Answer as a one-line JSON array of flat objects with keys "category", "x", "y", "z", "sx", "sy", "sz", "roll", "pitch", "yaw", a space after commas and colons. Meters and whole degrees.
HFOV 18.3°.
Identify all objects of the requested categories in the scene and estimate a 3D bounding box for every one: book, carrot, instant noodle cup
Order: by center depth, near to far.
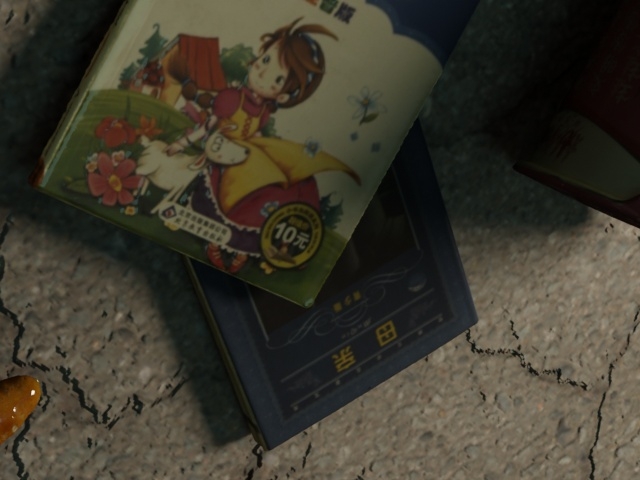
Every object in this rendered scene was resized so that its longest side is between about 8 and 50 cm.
[{"category": "book", "x": -0.019, "y": -0.133, "z": 1.266, "sx": 0.228, "sy": 0.018, "sz": 0.322, "roll": 25, "pitch": 97, "yaw": -34}, {"category": "carrot", "x": -0.241, "y": 0.131, "z": 1.288, "sx": 0.139, "sy": 0.048, "sz": 0.048, "roll": -39, "pitch": 128, "yaw": -10}, {"category": "book", "x": 0.000, "y": 0.000, "z": 1.370, "sx": 0.191, "sy": 0.025, "sz": 0.269, "roll": -29, "pitch": 126, "yaw": -15}, {"category": "instant noodle cup", "x": 0.274, "y": -0.082, "z": 1.372, "sx": 0.234, "sy": 0.235, "sz": 0.178, "roll": 21, "pitch": 95, "yaw": -37}]
